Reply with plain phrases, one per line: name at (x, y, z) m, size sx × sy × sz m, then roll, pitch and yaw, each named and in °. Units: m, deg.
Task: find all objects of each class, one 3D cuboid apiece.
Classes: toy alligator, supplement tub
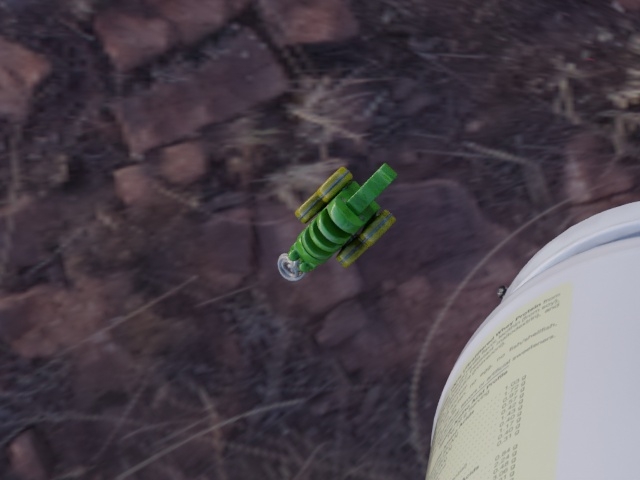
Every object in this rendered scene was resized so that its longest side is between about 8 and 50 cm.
toy alligator at (0.000, 0.000, 1.414) m, size 0.056 × 0.051 × 0.189 m, roll 47°, pitch 144°, yaw 0°
supplement tub at (0.155, 0.141, 0.800) m, size 0.235 × 0.325 × 0.235 m, roll 4°, pitch 118°, yaw 8°

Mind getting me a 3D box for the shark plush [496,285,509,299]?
shark plush at (0.214, 0.080, 1.775) m, size 0.161 × 0.067 × 0.073 m, roll 11°, pitch 63°, yaw 47°
